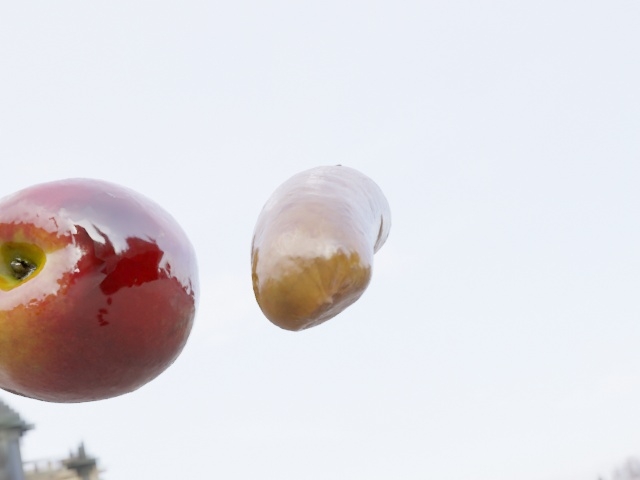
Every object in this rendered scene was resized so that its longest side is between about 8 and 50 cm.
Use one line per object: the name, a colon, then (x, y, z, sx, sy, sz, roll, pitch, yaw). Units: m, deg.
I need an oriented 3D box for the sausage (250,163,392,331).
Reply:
sausage: (0.001, -0.001, 1.157, 0.109, 0.109, 0.270, -15, 12, 10)

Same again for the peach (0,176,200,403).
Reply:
peach: (-0.226, 0.056, 1.327, 0.243, 0.199, 0.243, -21, -32, -14)
